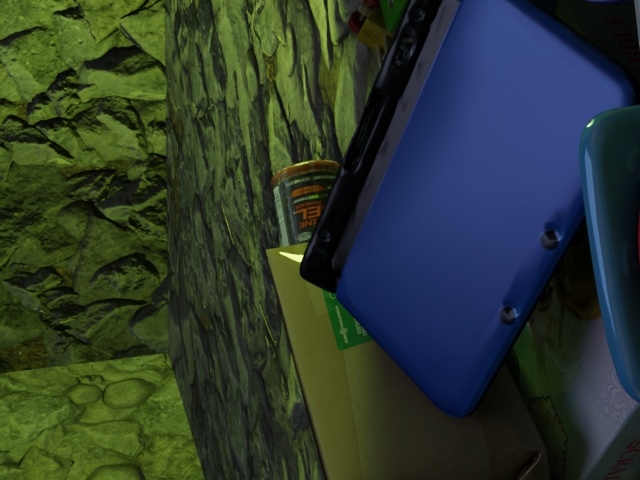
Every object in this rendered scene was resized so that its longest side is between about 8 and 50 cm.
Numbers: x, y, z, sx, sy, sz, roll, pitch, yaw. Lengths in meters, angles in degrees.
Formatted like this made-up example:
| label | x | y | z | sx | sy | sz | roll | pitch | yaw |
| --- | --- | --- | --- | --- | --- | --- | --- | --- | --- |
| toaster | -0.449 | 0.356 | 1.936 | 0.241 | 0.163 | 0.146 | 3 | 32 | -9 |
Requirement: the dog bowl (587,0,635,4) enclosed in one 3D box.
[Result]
| label | x | y | z | sx | sy | sz | roll | pitch | yaw |
| --- | --- | --- | --- | --- | --- | --- | --- | --- | --- |
| dog bowl | 0.211 | -0.272 | 0.663 | 0.265 | 0.104 | 0.265 | 174 | 90 | -74 |

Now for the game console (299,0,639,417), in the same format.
| label | x | y | z | sx | sy | sz | roll | pitch | yaw |
| --- | --- | --- | --- | --- | --- | --- | --- | --- | --- |
| game console | 0.115 | -0.066 | 0.847 | 0.293 | 0.173 | 0.250 | -67 | -7 | 33 |

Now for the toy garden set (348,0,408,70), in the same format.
| label | x | y | z | sx | sy | sz | roll | pitch | yaw |
| --- | --- | --- | --- | --- | --- | --- | --- | --- | --- |
| toy garden set | 0.098 | -0.211 | 1.193 | 0.204 | 0.049 | 0.244 | 123 | 138 | -63 |

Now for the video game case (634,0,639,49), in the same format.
| label | x | y | z | sx | sy | sz | roll | pitch | yaw |
| --- | --- | --- | --- | --- | --- | --- | --- | --- | --- |
| video game case | 0.233 | -0.178 | 0.512 | 0.193 | 0.023 | 0.212 | -2 | 104 | 34 |

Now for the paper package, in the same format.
| label | x | y | z | sx | sy | sz | roll | pitch | yaw |
| --- | --- | --- | --- | --- | --- | --- | --- | --- | --- |
| paper package | 0.082 | 0.186 | 1.002 | 0.325 | 0.168 | 0.309 | -108 | 4 | -52 |

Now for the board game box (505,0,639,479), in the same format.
| label | x | y | z | sx | sy | sz | roll | pitch | yaw |
| --- | --- | --- | --- | --- | --- | --- | --- | --- | --- |
| board game box | 0.198 | -0.001 | 0.868 | 0.319 | 0.066 | 0.318 | 103 | 156 | -50 |

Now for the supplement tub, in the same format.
| label | x | y | z | sx | sy | sz | roll | pitch | yaw |
| --- | --- | --- | --- | --- | --- | --- | --- | --- | --- |
| supplement tub | 0.000 | 0.000 | 1.499 | 0.106 | 0.106 | 0.198 | 124 | 137 | -66 |

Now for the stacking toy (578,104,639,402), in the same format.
| label | x | y | z | sx | sy | sz | roll | pitch | yaw |
| --- | --- | --- | --- | --- | --- | --- | --- | --- | --- |
| stacking toy | 0.277 | -0.005 | 0.500 | 0.302 | 0.175 | 0.166 | -8 | 93 | 60 |
